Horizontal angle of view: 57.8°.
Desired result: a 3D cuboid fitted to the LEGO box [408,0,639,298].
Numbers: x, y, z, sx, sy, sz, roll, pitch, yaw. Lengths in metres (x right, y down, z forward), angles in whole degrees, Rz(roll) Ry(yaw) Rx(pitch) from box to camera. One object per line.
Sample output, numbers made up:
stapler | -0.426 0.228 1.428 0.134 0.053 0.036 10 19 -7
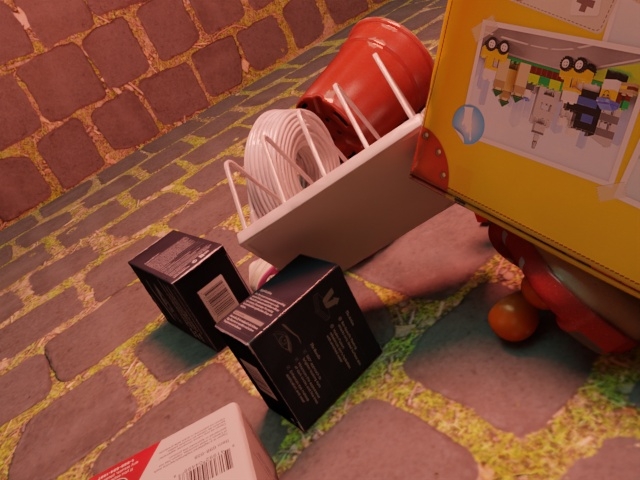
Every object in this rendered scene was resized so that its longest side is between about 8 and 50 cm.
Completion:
LEGO box | 0.349 -0.142 0.497 0.193 0.372 0.500 -15 37 -37

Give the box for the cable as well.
cable | -0.047 -0.130 1.122 0.089 0.257 0.257 -6 11 32

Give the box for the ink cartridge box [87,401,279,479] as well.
ink cartridge box | -0.126 0.320 0.559 0.197 0.114 0.273 -28 26 -4

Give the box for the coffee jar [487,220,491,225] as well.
coffee jar | 0.338 -0.060 0.844 0.184 0.096 0.079 -24 33 6

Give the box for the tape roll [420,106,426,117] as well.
tape roll | 0.322 -0.276 1.090 0.286 0.100 0.286 -37 -3 -2

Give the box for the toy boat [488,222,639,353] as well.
toy boat | 0.261 0.059 0.690 0.151 0.151 0.231 -49 20 21

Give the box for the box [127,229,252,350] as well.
box | -0.224 0.081 1.021 0.108 0.153 0.207 -40 31 -25

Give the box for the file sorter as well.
file sorter | 0.029 -0.093 0.827 0.278 0.193 0.173 -33 54 15

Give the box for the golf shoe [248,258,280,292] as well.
golf shoe | 0.000 0.000 1.019 0.306 0.115 0.140 -33 25 -16

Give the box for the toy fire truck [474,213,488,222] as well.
toy fire truck | 0.272 -0.104 0.934 0.047 0.135 0.192 3 40 44

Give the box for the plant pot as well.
plant pot | 0.097 -0.342 1.393 0.272 0.272 0.265 12 53 50

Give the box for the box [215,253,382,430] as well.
box | -0.024 0.129 0.760 0.158 0.156 0.093 -40 29 -25
